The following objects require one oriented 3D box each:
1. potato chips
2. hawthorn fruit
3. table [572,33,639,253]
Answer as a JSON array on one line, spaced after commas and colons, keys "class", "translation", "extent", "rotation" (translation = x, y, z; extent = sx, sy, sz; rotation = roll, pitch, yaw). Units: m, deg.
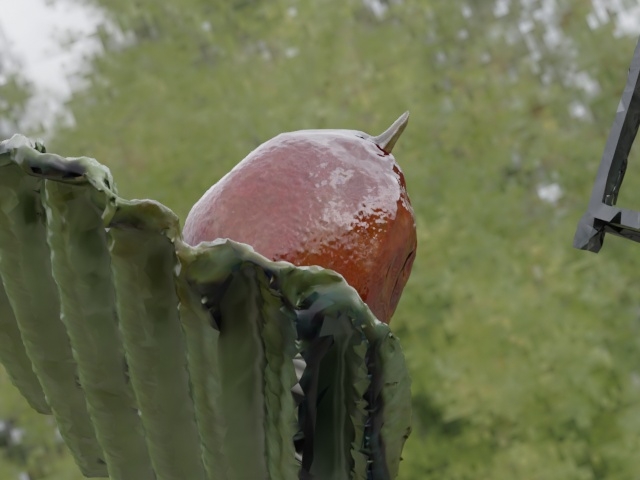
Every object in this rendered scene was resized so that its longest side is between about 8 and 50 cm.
[{"class": "potato chips", "translation": [-0.106, 0.084, 1.282], "extent": [0.070, 0.358, 0.429], "rotation": [-53, -23, -29]}, {"class": "hawthorn fruit", "translation": [0.000, 0.000, 1.597], "extent": [0.251, 0.189, 0.189], "rotation": [-51, -19, 3]}, {"class": "table", "translation": [0.376, -0.064, 1.213], "extent": [0.335, 0.272, 0.222], "rotation": [18, -1, -37]}]
